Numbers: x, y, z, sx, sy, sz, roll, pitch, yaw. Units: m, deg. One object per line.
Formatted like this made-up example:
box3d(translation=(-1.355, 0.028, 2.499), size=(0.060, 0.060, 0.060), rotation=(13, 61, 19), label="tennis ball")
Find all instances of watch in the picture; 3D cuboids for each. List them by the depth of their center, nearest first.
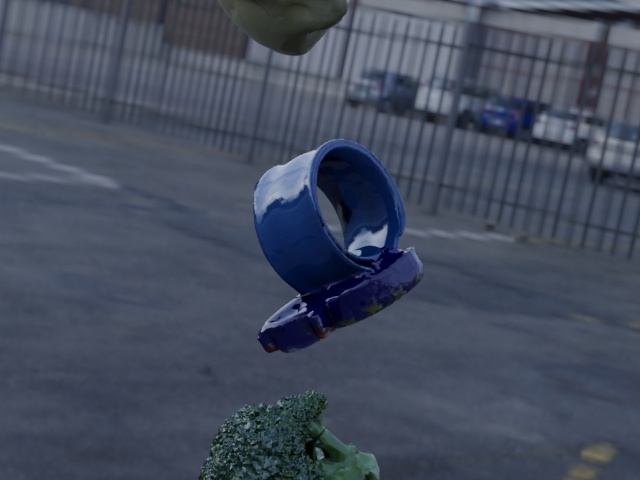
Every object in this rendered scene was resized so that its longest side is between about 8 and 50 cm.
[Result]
box3d(translation=(0.008, -0.004, 1.594), size=(0.171, 0.200, 0.196), rotation=(-21, 6, 28), label="watch")

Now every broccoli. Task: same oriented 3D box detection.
box3d(translation=(-0.026, 0.225, 1.216), size=(0.156, 0.195, 0.195), rotation=(5, 9, -20), label="broccoli")

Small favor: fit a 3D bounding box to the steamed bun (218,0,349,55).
box3d(translation=(-0.030, -0.343, 1.277), size=(0.203, 0.276, 0.289), rotation=(21, -24, -12), label="steamed bun")
